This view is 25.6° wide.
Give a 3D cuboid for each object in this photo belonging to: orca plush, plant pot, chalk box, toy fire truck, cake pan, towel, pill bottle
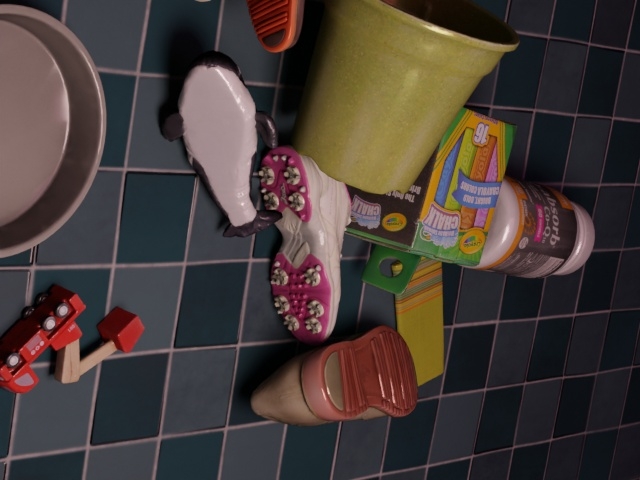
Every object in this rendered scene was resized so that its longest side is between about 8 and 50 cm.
[{"bbox_3d":[-0.110,-0.142,1.857,0.102,0.151,0.287,-76,147,-46],"label":"orca plush"},{"bbox_3d":[0.087,-0.209,1.878,0.276,0.276,0.254,0,121,-47],"label":"plant pot"},{"bbox_3d":[0.141,-0.065,2.093,0.179,0.180,0.289,11,96,-48],"label":"chalk box"},{"bbox_3d":[-0.320,0.132,1.761,0.192,0.047,0.135,-48,134,-24],"label":"toy fire truck"},{"bbox_3d":[-0.377,-0.126,1.608,0.293,0.054,0.293,-18,116,-43],"label":"cake pan"},{"bbox_3d":[0.159,0.128,2.297,0.102,0.021,0.237,-22,119,-35],"label":"towel"},{"bbox_3d":[0.325,-0.021,2.315,0.278,0.162,0.162,9,96,-48],"label":"pill bottle"}]

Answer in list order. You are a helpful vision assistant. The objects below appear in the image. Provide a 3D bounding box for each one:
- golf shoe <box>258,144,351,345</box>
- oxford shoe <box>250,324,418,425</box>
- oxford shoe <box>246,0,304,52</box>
[{"bbox_3d":[0.000,0.000,2.014,0.140,0.115,0.306,-27,121,-44],"label":"golf shoe"},{"bbox_3d":[0.031,0.209,2.123,0.397,0.146,0.141,11,66,-63],"label":"oxford shoe"},{"bbox_3d":[-0.031,-0.364,1.801,0.098,0.097,0.271,15,72,-42],"label":"oxford shoe"}]
